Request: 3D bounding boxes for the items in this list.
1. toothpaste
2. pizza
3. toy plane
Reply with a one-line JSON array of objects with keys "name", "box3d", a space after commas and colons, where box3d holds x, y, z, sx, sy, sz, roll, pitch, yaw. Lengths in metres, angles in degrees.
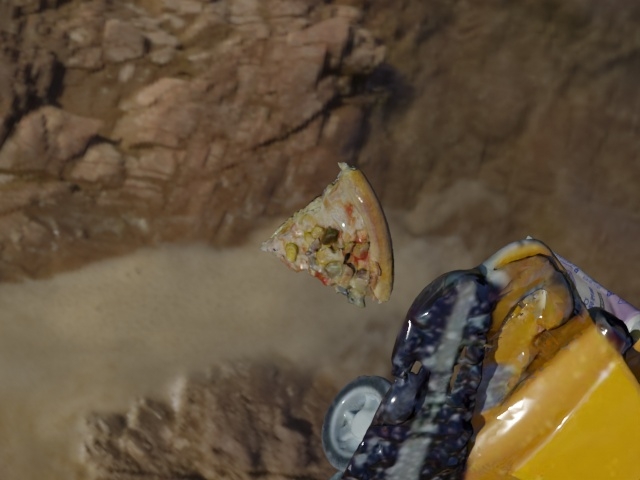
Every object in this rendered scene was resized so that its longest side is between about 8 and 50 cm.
[{"name": "toothpaste", "box3d": [0.362, 0.077, 1.753, 0.048, 0.301, 0.075, 12, 104, -35]}, {"name": "pizza", "box3d": [0.000, 0.000, 1.559, 0.052, 0.195, 0.185, -26, 106, -51]}, {"name": "toy plane", "box3d": [0.011, 0.136, 0.453, 0.316, 0.103, 0.204, -40, 133, 25]}]
